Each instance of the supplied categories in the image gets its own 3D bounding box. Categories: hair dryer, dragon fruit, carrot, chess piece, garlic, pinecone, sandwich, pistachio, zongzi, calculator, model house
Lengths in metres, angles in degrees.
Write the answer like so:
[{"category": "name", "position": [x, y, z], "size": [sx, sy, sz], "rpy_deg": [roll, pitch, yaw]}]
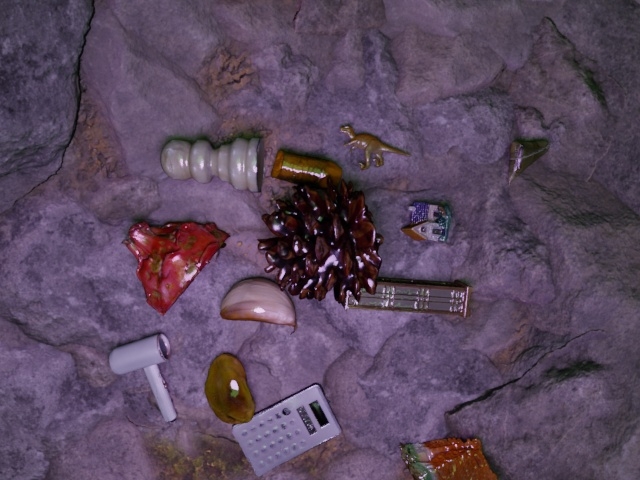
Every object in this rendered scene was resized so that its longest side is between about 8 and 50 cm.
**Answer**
[{"category": "hair dryer", "position": [-0.424, 0.360, 1.096], "size": [0.131, 0.073, 0.236], "rpy_deg": [-18, 104, -2]}, {"category": "dragon fruit", "position": [-0.377, 0.039, 1.037], "size": [0.211, 0.134, 0.262], "rpy_deg": [36, 90, -3]}, {"category": "carrot", "position": [-0.033, -0.172, 1.078], "size": [0.173, 0.082, 0.082], "rpy_deg": [10, 93, -9]}, {"category": "chess piece", "position": [-0.261, -0.188, 1.041], "size": [0.243, 0.133, 0.133], "rpy_deg": [3, 93, 0]}, {"category": "garlic", "position": [-0.140, 0.162, 1.075], "size": [0.206, 0.115, 0.128], "rpy_deg": [17, 86, -8]}, {"category": "pinecone", "position": [-0.005, -0.001, 0.990], "size": [0.295, 0.242, 0.298], "rpy_deg": [-11, 76, 18]}, {"category": "sandwich", "position": [0.364, 0.645, 1.148], "size": [0.212, 0.109, 0.292], "rpy_deg": [-25, 95, -2]}, {"category": "pistachio", "position": [-0.231, 0.382, 1.086], "size": [0.110, 0.100, 0.189], "rpy_deg": [-16, 96, -8]}, {"category": "zongzi", "position": [0.549, -0.206, 1.145], "size": [0.104, 0.052, 0.113], "rpy_deg": [-4, 107, -10]}, {"category": "calculator", "position": [-0.085, 0.499, 1.145], "size": [0.261, 0.021, 0.161], "rpy_deg": [-27, 96, -2]}, {"category": "model house", "position": [0.269, -0.048, 1.108], "size": [0.100, 0.088, 0.101], "rpy_deg": [9, 89, -7]}]

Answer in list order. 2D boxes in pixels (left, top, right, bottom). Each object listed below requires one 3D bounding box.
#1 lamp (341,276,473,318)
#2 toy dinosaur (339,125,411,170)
[{"category": "lamp", "position": [0.218, 0.141, 1.115], "size": [0.325, 0.090, 0.089], "rpy_deg": [5, 94, -4]}, {"category": "toy dinosaur", "position": [0.139, -0.251, 1.109], "size": [0.162, 0.039, 0.126], "rpy_deg": [-19, 93, -5]}]
